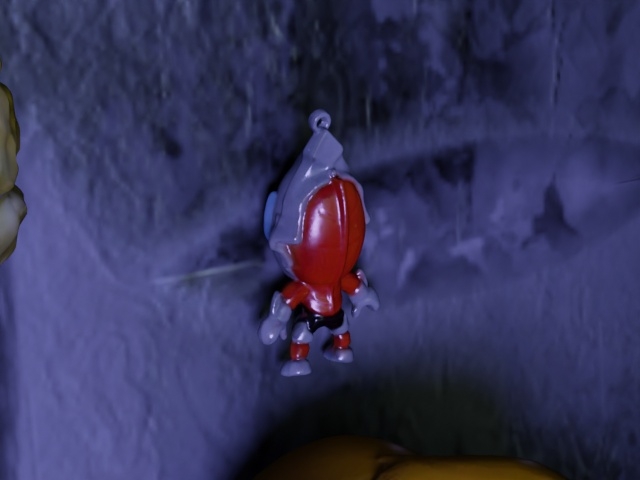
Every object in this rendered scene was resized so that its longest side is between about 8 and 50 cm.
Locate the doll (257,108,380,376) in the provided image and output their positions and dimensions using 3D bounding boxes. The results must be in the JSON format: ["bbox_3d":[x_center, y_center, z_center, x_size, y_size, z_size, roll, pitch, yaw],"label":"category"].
[{"bbox_3d":[-0.001,0.000,0.778,0.057,0.039,0.114,-4,109,-11],"label":"doll"}]

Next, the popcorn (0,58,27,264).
[{"bbox_3d":[-0.185,-0.005,0.573,0.195,0.168,0.173,-22,76,-34],"label":"popcorn"}]

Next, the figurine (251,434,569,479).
[{"bbox_3d":[0.063,0.178,0.782,0.228,0.215,0.215,8,94,-49],"label":"figurine"}]
